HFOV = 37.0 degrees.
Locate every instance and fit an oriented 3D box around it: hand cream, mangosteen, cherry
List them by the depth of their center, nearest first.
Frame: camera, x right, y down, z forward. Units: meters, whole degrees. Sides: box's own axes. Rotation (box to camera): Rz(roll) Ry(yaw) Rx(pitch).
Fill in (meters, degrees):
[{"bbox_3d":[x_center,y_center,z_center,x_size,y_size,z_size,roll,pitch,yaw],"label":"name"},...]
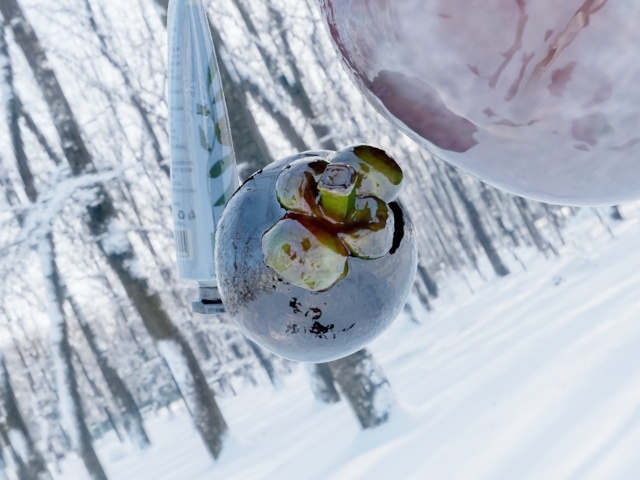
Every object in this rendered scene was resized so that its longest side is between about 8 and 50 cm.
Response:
[{"bbox_3d":[0.137,-0.152,0.564,0.308,0.261,0.221,10,23,1],"label":"cherry"},{"bbox_3d":[0.000,0.000,0.587,0.137,0.137,0.151,-24,-22,-25],"label":"mangosteen"},{"bbox_3d":[-0.093,-0.078,0.733,0.058,0.271,0.091,-8,9,-11],"label":"hand cream"}]
